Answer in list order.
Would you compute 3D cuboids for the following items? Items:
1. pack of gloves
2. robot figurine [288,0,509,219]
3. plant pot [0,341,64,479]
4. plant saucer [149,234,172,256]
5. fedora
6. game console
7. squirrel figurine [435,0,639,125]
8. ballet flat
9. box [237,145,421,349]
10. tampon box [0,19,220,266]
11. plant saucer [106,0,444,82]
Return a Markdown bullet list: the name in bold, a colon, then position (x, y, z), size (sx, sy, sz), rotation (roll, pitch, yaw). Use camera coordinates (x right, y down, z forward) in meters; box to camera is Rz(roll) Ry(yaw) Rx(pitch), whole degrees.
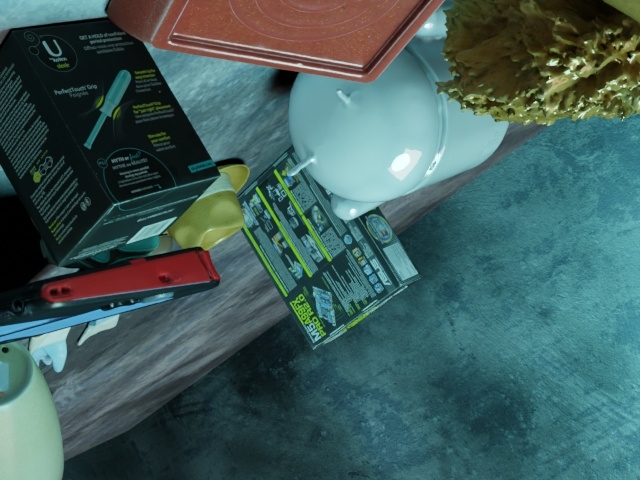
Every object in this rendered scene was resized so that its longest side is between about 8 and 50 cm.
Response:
- **pack of gloves**: position (-0.418, 0.173, 1.798), size (0.195, 0.046, 0.232), rotation (-27, 170, -28)
- **robot figurine**: position (0.099, -0.161, 1.252), size (0.353, 0.200, 0.300), rotation (-23, 139, -48)
- **plant pot**: position (-0.495, 0.264, 1.501), size (0.256, 0.256, 0.274), rotation (-26, 154, -36)
- **plant saucer**: position (-0.292, 0.044, 1.538), size (0.168, 0.029, 0.168), rotation (-27, 174, -3)
- **fedora**: position (-0.163, -0.033, 1.443), size (0.194, 0.079, 0.194), rotation (-31, 170, -6)
- **game console**: position (-0.343, 0.088, 1.194), size (0.386, 0.060, 0.342), rotation (-16, 180, 26)
- **squirrel figurine**: position (0.285, -0.222, 0.861), size (0.397, 0.281, 0.370), rotation (-54, 177, 36)
- **ballet flat**: position (-0.285, 0.004, 1.238), size (0.087, 0.083, 0.247), rotation (-20, 173, 16)
- **box**: position (0.000, 0.000, 1.567), size (0.060, 0.270, 0.216), rotation (-20, 164, -49)
- **tampon box**: position (-0.184, -0.082, 0.833), size (0.120, 0.161, 0.101), rotation (-20, 166, -48)
- **plant saucer**: position (-0.004, -0.207, 0.782), size (0.258, 0.047, 0.259), rotation (5, 153, -27)
